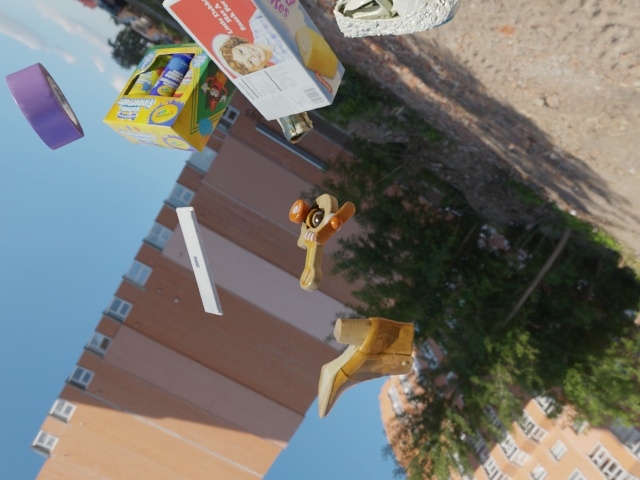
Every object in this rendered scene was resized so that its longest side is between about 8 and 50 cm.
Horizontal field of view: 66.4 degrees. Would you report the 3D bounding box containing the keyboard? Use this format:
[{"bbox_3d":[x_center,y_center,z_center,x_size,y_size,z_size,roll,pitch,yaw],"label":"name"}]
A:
[{"bbox_3d":[-0.275,0.049,1.114,0.014,0.256,0.072,-22,-164,-36],"label":"keyboard"}]

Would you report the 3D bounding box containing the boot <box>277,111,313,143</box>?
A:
[{"bbox_3d":[-0.089,-0.394,1.349,0.203,0.095,0.262,64,163,4],"label":"boot"}]

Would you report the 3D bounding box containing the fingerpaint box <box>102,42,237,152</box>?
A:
[{"bbox_3d":[-0.547,-0.537,1.813,0.444,0.371,0.163,15,163,37],"label":"fingerpaint box"}]

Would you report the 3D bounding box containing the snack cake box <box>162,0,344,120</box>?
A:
[{"bbox_3d":[-0.098,-0.327,0.796,0.152,0.089,0.264,-1,148,38],"label":"snack cake box"}]

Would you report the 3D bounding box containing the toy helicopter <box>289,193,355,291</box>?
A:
[{"bbox_3d":[0.000,0.000,1.636,0.140,0.355,0.235,27,147,-31],"label":"toy helicopter"}]

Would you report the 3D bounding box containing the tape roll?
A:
[{"bbox_3d":[-0.654,-0.319,1.171,0.189,0.080,0.189,58,169,18],"label":"tape roll"}]

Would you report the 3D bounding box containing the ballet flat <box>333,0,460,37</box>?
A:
[{"bbox_3d":[0.212,-0.707,1.496,0.408,0.147,0.147,6,174,36],"label":"ballet flat"}]

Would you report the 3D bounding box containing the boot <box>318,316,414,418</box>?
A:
[{"bbox_3d":[0.117,0.329,1.227,0.211,0.295,0.104,10,-162,-13],"label":"boot"}]
